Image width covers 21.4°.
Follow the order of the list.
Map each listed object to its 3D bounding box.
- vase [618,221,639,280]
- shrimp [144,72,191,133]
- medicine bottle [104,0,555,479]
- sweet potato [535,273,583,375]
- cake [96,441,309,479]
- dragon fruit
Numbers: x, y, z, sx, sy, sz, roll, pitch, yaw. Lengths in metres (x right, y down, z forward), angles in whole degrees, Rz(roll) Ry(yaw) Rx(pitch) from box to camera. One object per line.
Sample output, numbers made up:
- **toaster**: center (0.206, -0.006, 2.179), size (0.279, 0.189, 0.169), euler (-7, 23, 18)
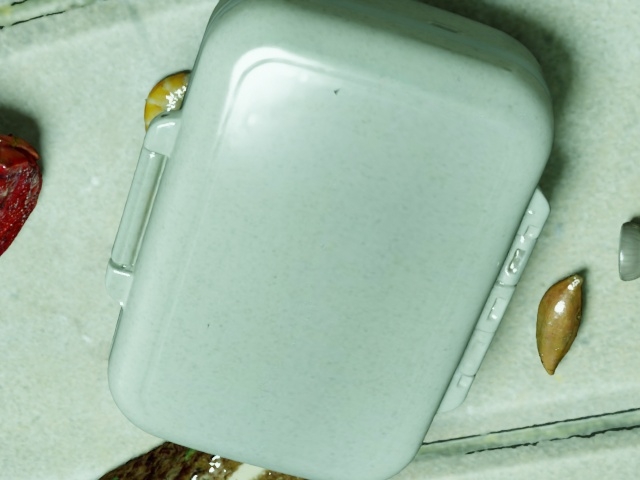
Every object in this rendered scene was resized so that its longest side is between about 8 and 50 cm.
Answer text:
- **vase**: center (0.265, 0.010, 1.209), size (0.100, 0.053, 0.053), euler (3, 122, 17)
- **shrimp**: center (-0.090, -0.064, 1.261), size (0.091, 0.025, 0.127), euler (12, 120, 4)
- **medicine bottle**: center (0.000, 0.000, 1.210), size (0.282, 0.123, 0.375), euler (15, 123, -8)
- **sweet potato**: center (0.178, 0.062, 1.272), size (0.034, 0.034, 0.095), euler (13, 122, 5)
- **cake**: center (-0.095, 0.207, 1.420), size (0.246, 0.135, 0.112), euler (-45, 116, 1)
- **dragon fruit**: center (-0.267, -0.052, 1.283), size (0.106, 0.083, 0.162), euler (39, 142, 9)
